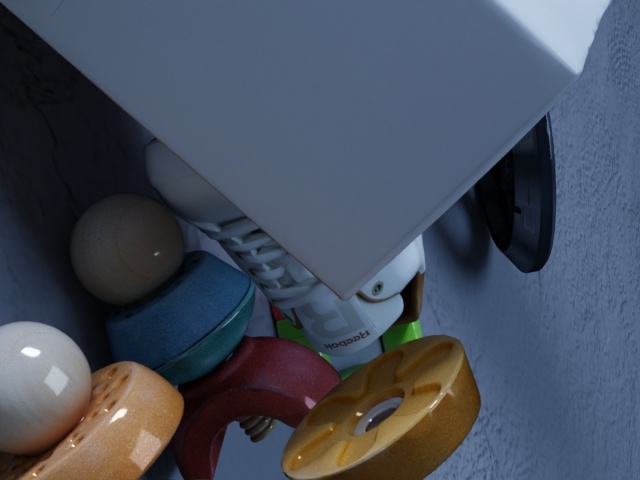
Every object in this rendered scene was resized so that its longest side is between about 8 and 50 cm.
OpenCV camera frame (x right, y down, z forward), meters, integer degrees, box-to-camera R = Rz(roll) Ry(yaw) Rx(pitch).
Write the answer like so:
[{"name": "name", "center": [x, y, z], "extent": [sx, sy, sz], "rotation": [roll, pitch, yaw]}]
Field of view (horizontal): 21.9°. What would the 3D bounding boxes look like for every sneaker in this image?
[{"name": "sneaker", "center": [0.000, 0.000, 0.961], "extent": [0.290, 0.106, 0.123], "rotation": [16, 60, -63]}]

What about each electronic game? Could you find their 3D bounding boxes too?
[{"name": "electronic game", "center": [0.169, -0.086, 1.436], "extent": [0.229, 0.048, 0.229], "rotation": [173, -90, -86]}]

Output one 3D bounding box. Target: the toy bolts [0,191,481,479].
[{"name": "toy bolts", "center": [-0.055, 0.052, 0.804], "extent": [0.158, 0.218, 0.228], "rotation": [54, 10, -15]}]

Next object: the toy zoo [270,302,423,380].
[{"name": "toy zoo", "center": [0.004, -0.028, 1.156], "extent": [0.192, 0.030, 0.293], "rotation": [-4, 81, -66]}]

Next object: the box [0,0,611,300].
[{"name": "box", "center": [-0.039, -0.177, 0.799], "extent": [0.345, 0.168, 0.215], "rotation": [41, 31, -6]}]
